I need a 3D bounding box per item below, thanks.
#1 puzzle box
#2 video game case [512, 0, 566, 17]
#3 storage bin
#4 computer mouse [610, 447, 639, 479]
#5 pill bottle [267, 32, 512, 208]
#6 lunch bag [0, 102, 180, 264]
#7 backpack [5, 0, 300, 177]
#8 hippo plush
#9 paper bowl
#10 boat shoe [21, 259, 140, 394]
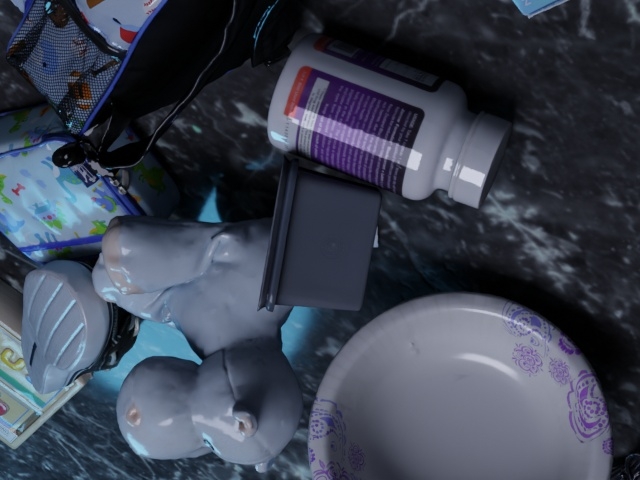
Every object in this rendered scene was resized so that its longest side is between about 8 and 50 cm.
[{"bbox_3d":[-0.501,0.096,1.830,0.409,0.052,0.272,38,140,-9],"label":"puzzle box"},{"bbox_3d":[0.106,-0.312,0.846,0.061,0.244,0.269,-20,120,44],"label":"video game case"},{"bbox_3d":[0.000,0.000,1.232,0.091,0.098,0.135,11,96,-2],"label":"storage bin"},{"bbox_3d":[0.415,0.307,1.459,0.272,0.072,0.188,44,143,3],"label":"computer mouse"},{"bbox_3d":[0.061,-0.098,1.213,0.193,0.108,0.108,22,141,12],"label":"pill bottle"},{"bbox_3d":[-0.267,-0.057,1.488,0.219,0.090,0.176,-6,133,39],"label":"lunch bag"},{"bbox_3d":[-0.107,-0.224,1.092,0.213,0.276,0.263,49,136,-2],"label":"backpack"},{"bbox_3d":[-0.084,0.109,1.382,0.294,0.236,0.234,-4,162,6],"label":"hippo plush"},{"bbox_3d":[0.135,0.201,1.361,0.284,0.284,0.148,21,167,12],"label":"paper bowl"},{"bbox_3d":[-0.265,0.086,1.596,0.121,0.119,0.335,66,157,7],"label":"boat shoe"}]
